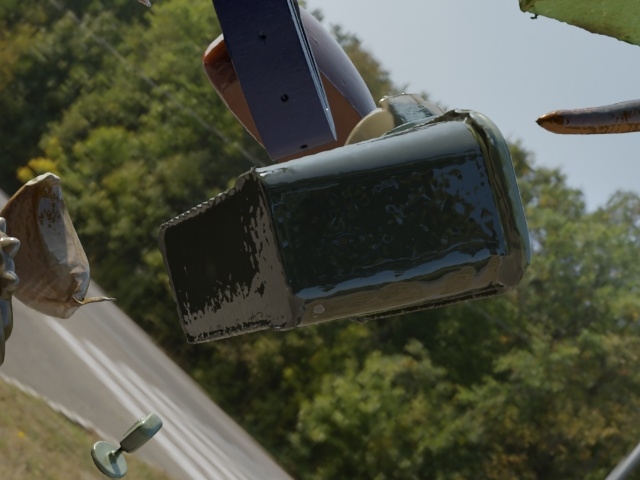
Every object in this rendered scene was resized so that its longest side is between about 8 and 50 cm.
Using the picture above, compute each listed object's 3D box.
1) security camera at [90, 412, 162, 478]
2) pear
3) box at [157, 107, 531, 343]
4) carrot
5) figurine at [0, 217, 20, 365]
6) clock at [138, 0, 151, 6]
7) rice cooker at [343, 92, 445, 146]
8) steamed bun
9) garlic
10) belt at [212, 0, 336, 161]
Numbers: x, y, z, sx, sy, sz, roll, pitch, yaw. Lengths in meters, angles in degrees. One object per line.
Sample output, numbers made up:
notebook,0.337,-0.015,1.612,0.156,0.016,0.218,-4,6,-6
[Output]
security camera,-0.233,0.245,1.302,0.058,0.092,0.058,41,18,-17
pear,0.467,-0.432,1.620,0.288,0.239,0.139,16,-29,-5
box,0.000,0.000,0.769,0.274,0.178,0.138,-22,-99,63
carrot,0.292,-0.119,1.045,0.037,0.190,0.037,171,-90,-70
figurine,-0.393,0.024,1.045,0.247,0.177,0.173,54,6,-32
clock,-0.296,-0.457,1.865,0.041,0.087,0.129,31,6,-18
rice cooker,0.086,-0.048,1.047,0.127,0.145,0.206,56,-30,41
steamed bun,-0.053,-0.300,2.084,0.379,0.235,0.248,43,23,-38
garlic,-0.327,0.025,1.292,0.090,0.128,0.198,11,45,-52
belt,-0.075,-0.301,1.618,0.212,0.117,0.347,-75,146,-77
